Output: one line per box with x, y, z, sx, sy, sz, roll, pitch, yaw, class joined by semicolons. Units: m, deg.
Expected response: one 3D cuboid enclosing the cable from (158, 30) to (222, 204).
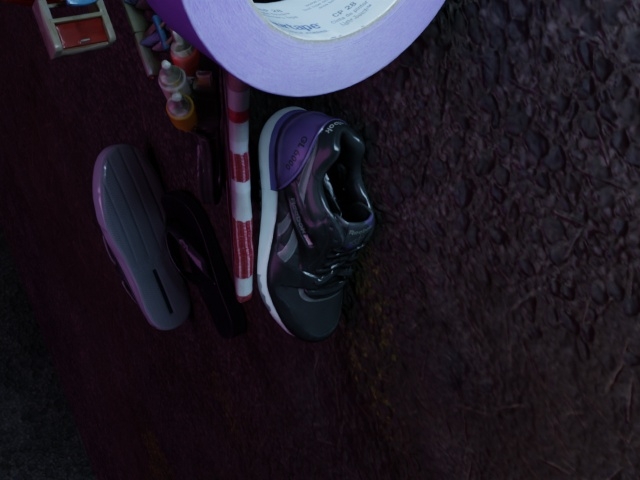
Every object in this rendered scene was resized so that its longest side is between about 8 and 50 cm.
-0.164;-0.159;1.097;0.287;0.072;0.139;101;169;-63;cable

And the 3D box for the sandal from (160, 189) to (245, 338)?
-0.191;0.035;1.316;0.254;0.054;0.097;64;149;10;sandal

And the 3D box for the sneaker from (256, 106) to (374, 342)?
0.000;0.000;0.942;0.124;0.107;0.283;21;125;46;sneaker

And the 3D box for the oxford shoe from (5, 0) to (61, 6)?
-0.498;-0.470;1.499;0.271;0.097;0.098;9;97;50;oxford shoe

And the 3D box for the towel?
-0.093;-0.126;0.980;0.237;0.037;0.329;-102;12;-55;towel

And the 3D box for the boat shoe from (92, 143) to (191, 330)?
-0.323;-0.002;1.442;0.119;0.121;0.335;13;120;51;boat shoe

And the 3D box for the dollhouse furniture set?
-0.249;-0.280;1.093;0.129;0.184;0.129;-19;91;60;dollhouse furniture set

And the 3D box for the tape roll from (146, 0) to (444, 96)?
-0.007;-0.250;0.627;0.090;0.275;0.274;40;139;39;tape roll
